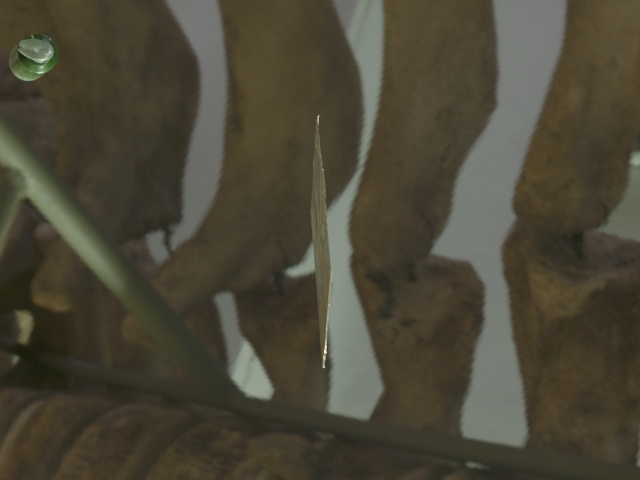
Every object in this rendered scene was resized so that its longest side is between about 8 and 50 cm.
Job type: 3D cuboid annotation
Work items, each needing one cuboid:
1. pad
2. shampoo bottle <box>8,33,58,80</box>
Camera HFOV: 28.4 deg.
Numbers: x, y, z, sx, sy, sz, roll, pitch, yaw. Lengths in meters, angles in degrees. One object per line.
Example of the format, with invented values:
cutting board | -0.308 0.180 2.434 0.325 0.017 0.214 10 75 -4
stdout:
pad | 0.000 0.000 1.311 0.156 0.004 0.232 95 -7 -46
shampoo bottle | -0.441 -0.282 1.936 0.065 0.065 0.204 -64 -162 -6
